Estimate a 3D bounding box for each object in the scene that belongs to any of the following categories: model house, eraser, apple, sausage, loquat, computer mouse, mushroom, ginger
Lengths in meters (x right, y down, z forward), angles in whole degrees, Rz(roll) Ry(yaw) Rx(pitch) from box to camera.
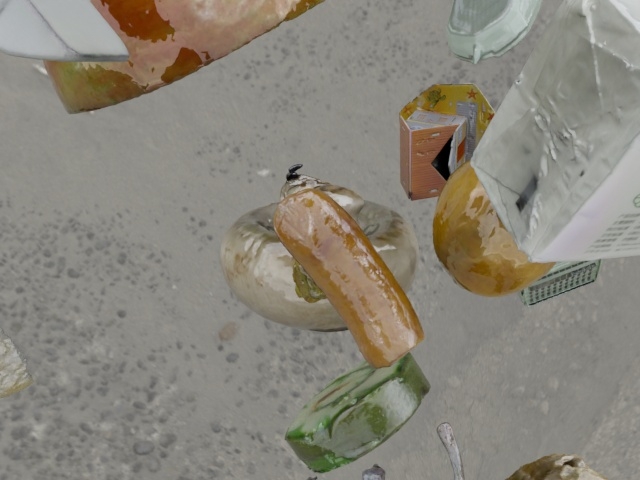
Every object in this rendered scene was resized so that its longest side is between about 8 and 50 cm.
[{"bbox_3d":[0.225,-0.187,1.340,0.208,0.219,0.136,15,39,25],"label":"model house"},{"bbox_3d":[-0.288,-0.257,0.525,0.061,0.089,0.352,-40,89,23],"label":"eraser"},{"bbox_3d":[-0.151,-0.265,0.703,0.346,0.179,0.254,-27,67,1],"label":"apple"},{"bbox_3d":[0.039,0.045,0.938,0.109,0.109,0.270,-37,96,-8],"label":"sausage"},{"bbox_3d":[0.276,-0.029,1.050,0.193,0.238,0.238,17,67,-4],"label":"loquat"},{"bbox_3d":[0.169,-0.235,0.634,0.089,0.056,0.181,-4,67,50],"label":"computer mouse"},{"bbox_3d":[0.000,0.000,1.246,0.363,0.362,0.294,4,109,12],"label":"mushroom"},{"bbox_3d":[0.359,0.456,1.065,0.276,0.130,0.221,-34,24,5],"label":"ginger"}]

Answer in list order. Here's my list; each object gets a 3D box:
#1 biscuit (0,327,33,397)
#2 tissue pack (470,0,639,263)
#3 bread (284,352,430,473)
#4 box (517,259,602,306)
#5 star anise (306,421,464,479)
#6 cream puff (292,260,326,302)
[{"bbox_3d":[-0.515,0.136,0.966,0.032,0.249,0.133,3,32,43],"label":"biscuit"},{"bbox_3d":[0.383,-0.121,0.719,0.357,0.266,0.193,-4,54,-20],"label":"tissue pack"},{"bbox_3d":[0.084,0.403,1.669,0.366,0.382,0.129,-33,90,-7],"label":"bread"},{"bbox_3d":[0.493,0.021,1.498,0.221,0.290,0.166,-24,66,9],"label":"box"},{"bbox_3d":[0.065,0.462,1.033,0.316,0.139,0.359,-6,77,18],"label":"star anise"},{"bbox_3d":[-0.009,0.054,1.056,0.058,0.083,0.083,-26,82,-27],"label":"cream puff"}]
